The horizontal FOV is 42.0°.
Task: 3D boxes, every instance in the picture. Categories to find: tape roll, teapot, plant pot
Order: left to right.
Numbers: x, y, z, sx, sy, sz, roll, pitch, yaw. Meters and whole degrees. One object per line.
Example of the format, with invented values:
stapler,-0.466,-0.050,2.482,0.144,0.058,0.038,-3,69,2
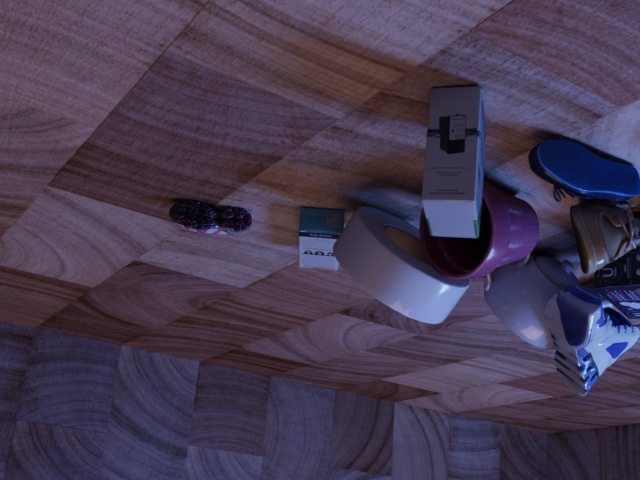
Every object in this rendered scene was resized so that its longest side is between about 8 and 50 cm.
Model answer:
tape roll,0.169,0.047,1.742,0.286,0.286,0.100,20,112,-33
plant pot,0.330,-0.024,1.663,0.180,0.201,0.201,0,165,-36
teapot,0.523,0.118,1.976,0.256,0.252,0.187,1,132,-53

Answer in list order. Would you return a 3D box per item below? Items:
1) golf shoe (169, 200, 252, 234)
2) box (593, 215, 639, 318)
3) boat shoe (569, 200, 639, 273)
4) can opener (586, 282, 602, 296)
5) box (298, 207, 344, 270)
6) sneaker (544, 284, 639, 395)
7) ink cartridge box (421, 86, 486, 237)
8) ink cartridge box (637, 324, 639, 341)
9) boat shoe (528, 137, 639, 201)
golf shoe,-0.252,-0.040,1.884,0.186,0.067,0.086,10,160,-13
box,0.700,0.060,1.814,0.142,0.163,0.247,-8,156,35
boat shoe,0.541,-0.024,1.574,0.110,0.121,0.341,-11,-171,22
can opener,0.745,0.127,2.059,0.076,0.095,0.283,16,149,-19
box,0.000,0.000,1.944,0.100,0.060,0.244,4,159,0
sneaker,0.613,0.191,1.862,0.127,0.182,0.315,41,158,42
ink cartridge box,0.223,-0.128,1.374,0.087,0.208,0.153,2,158,15
ink cartridge box,1.074,0.275,2.438,0.225,0.056,0.181,16,156,-22
boat shoe,0.469,-0.107,1.516,0.258,0.109,0.089,19,158,-27
